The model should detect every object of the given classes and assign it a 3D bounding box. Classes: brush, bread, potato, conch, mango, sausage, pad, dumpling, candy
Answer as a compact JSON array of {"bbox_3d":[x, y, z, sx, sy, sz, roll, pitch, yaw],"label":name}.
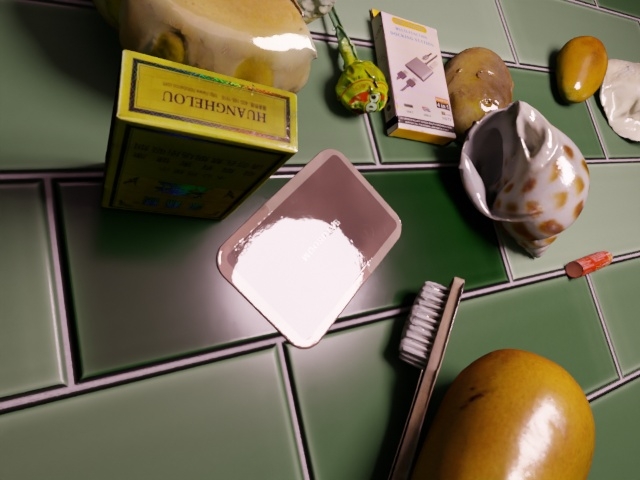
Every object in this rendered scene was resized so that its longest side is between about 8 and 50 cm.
[{"bbox_3d":[0.120,0.190,0.594,0.065,0.070,0.327,17,67,15],"label":"brush"},{"bbox_3d":[-0.130,-0.317,0.548,0.333,0.160,0.332,10,68,-27],"label":"bread"},{"bbox_3d":[0.294,-0.268,0.818,0.164,0.081,0.200,21,64,-21],"label":"potato"},{"bbox_3d":[0.341,-0.090,0.751,0.149,0.183,0.274,-27,106,-59],"label":"conch"},{"bbox_3d":[0.202,0.264,0.524,0.173,0.211,0.317,32,45,21],"label":"mango"},{"bbox_3d":[0.526,0.044,0.876,0.130,0.034,0.034,-11,81,-32],"label":"sausage"},{"bbox_3d":[0.000,0.000,0.616,0.176,0.002,0.266,47,59,-9],"label":"pad"},{"bbox_3d":[0.753,-0.333,1.080,0.216,0.126,0.166,33,88,-27],"label":"dumpling"},{"bbox_3d":[0.036,-0.311,0.705,0.077,0.073,0.261,-2,68,-48],"label":"candy"},{"bbox_3d":[0.577,-0.375,1.003,0.111,0.089,0.163,10,80,-14],"label":"mango"}]

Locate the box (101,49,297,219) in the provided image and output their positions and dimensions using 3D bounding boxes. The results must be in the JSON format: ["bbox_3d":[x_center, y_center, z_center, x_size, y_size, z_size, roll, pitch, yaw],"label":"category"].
[{"bbox_3d":[-0.131,-0.081,0.440,0.141,0.220,0.064,5,73,-27],"label":"box"}]

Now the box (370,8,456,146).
[{"bbox_3d":[0.157,-0.286,0.772,0.129,0.033,0.247,1,75,-28],"label":"box"}]
